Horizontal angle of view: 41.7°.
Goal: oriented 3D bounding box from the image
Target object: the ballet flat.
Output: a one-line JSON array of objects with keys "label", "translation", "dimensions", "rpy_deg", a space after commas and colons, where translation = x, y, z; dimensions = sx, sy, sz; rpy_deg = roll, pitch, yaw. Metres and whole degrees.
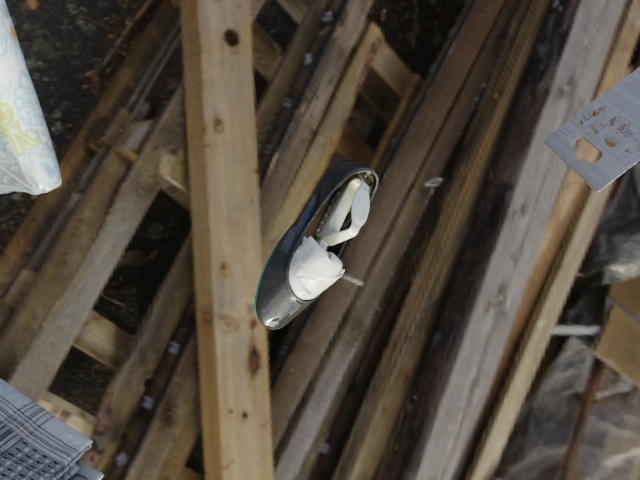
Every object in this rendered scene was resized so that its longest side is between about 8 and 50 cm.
[{"label": "ballet flat", "translation": [0.000, 0.000, 1.184], "dimensions": [0.095, 0.096, 0.280], "rpy_deg": [39, 68, -35]}]

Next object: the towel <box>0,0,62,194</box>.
[{"label": "towel", "translation": [-0.577, -0.217, 1.198], "dimensions": [0.090, 0.375, 0.320], "rpy_deg": [-68, 154, -51]}]

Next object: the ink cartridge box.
[{"label": "ink cartridge box", "translation": [0.308, -0.110, 0.758], "dimensions": [0.179, 0.145, 0.045], "rpy_deg": [-40, 112, 12]}]

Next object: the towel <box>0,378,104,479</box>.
[{"label": "towel", "translation": [-0.464, 0.273, 1.122], "dimensions": [0.056, 0.324, 0.312], "rpy_deg": [-54, 176, 11]}]
